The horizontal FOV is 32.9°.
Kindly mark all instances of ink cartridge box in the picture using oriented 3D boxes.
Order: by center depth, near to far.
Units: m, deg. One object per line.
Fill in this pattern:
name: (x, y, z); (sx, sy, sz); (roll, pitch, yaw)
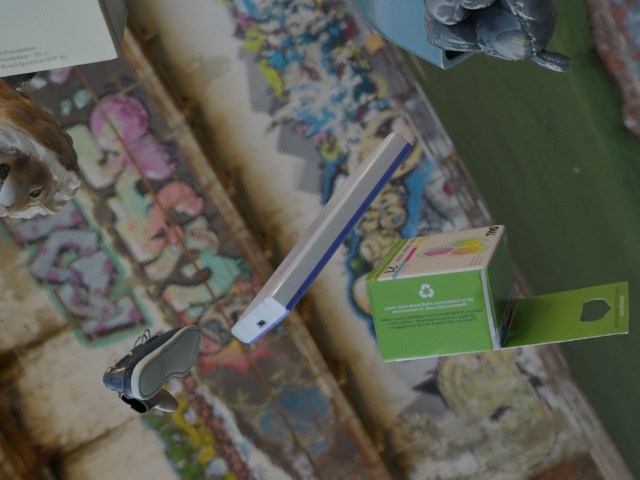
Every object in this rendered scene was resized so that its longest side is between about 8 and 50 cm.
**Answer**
ink cartridge box: (0.198, 0.047, 1.183); (0.189, 0.255, 0.097); (-42, -59, -69)

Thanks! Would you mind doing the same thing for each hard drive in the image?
hard drive: (0.000, 0.000, 1.573); (0.040, 0.318, 0.210); (39, 154, -4)

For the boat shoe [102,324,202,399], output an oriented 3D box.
boat shoe: (-0.281, 0.203, 1.855); (0.254, 0.079, 0.095); (-43, -43, -63)

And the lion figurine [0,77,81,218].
lion figurine: (-0.437, -0.094, 1.096); (0.240, 0.392, 0.142); (46, -131, -39)

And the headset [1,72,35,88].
headset: (-0.584, -0.395, 1.967); (0.243, 0.185, 0.394); (47, -164, 3)

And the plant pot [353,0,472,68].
plant pot: (0.175, -0.457, 1.748); (0.252, 0.247, 0.247); (25, 135, 38)

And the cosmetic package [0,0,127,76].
cosmetic package: (-0.335, -0.347, 1.206); (0.113, 0.160, 0.309); (-93, -8, -46)

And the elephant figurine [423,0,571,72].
elephant figurine: (0.206, -0.340, 1.276); (0.186, 0.169, 0.239); (72, -158, -53)

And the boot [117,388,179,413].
boot: (-0.315, 0.294, 1.977); (0.118, 0.042, 0.087); (26, -171, -9)
